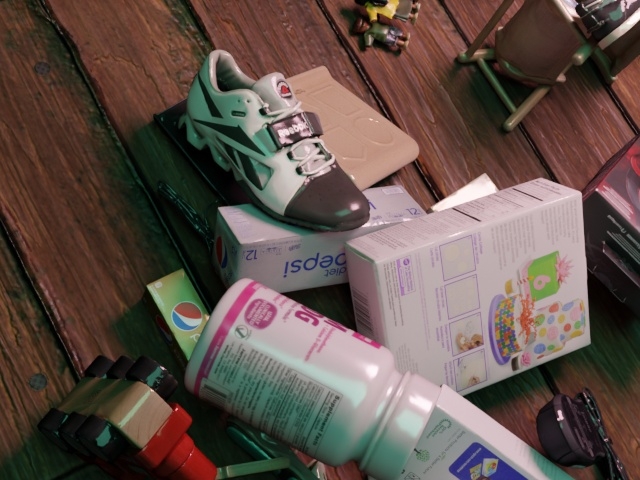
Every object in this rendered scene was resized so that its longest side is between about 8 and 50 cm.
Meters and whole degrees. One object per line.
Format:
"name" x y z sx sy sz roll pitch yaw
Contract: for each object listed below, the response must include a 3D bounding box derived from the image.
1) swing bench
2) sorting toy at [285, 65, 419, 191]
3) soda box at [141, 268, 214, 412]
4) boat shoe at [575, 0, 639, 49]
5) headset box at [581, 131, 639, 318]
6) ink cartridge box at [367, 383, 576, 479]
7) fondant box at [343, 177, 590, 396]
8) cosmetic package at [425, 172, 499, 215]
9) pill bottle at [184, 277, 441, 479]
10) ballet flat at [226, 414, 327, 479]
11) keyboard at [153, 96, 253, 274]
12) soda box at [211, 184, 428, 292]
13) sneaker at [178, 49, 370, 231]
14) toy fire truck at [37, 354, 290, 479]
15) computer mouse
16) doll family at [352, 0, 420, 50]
"swing bench" 0.394 -0.327 1.622 0.254 0.253 0.165 -27 79 -23
"sorting toy" 0.025 -0.164 1.532 0.208 0.038 0.193 43 37 12
"soda box" -0.170 0.134 1.392 0.058 0.061 0.181 -27 79 -24
"boat shoe" 0.451 -0.365 1.467 0.233 0.084 0.079 -41 86 -21
"headset box" 0.492 -0.018 1.558 0.218 0.110 0.293 46 43 5
"ink cartridge box" 0.242 0.348 1.369 0.332 0.165 0.065 38 29 1
"fondant box" 0.210 0.076 1.439 0.330 0.096 0.238 -17 113 -20
"cosmetic package" 0.209 -0.050 1.571 0.115 0.060 0.041 -31 79 -25
"pill bottle" -0.008 0.175 1.273 0.283 0.160 0.160 27 64 7
"ballet flat" -0.033 0.294 1.365 0.213 0.072 0.068 46 61 5
"keyboard" -0.130 -0.067 1.499 0.201 0.033 0.317 -36 81 -31
"soda box" 0.000 0.000 1.428 0.286 0.098 0.091 -9 38 -25
"sneaker" -0.059 -0.139 1.391 0.330 0.146 0.122 37 39 23
"toy fire truck" -0.185 0.250 1.278 0.246 0.217 0.158 49 62 -19
"computer mouse" 0.356 0.298 1.414 0.060 0.262 0.184 -27 75 20
"doll family" 0.107 -0.399 1.674 0.111 0.076 0.193 18 61 -4
